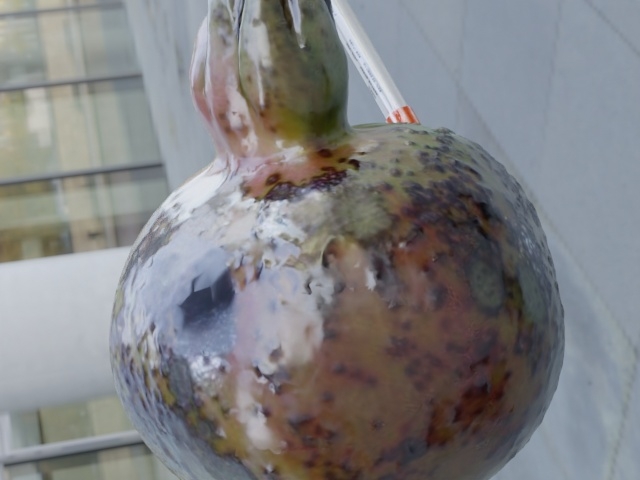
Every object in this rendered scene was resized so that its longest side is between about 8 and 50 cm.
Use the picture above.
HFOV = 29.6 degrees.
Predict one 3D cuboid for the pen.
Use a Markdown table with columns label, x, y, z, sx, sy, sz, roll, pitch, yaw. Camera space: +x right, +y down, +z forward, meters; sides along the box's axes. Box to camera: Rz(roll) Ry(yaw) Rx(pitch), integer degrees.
| label | x | y | z | sx | sy | sz | roll | pitch | yaw |
| --- | --- | --- | --- | --- | --- | --- | --- | --- | --- |
| pen | 0.048 | -0.163 | 1.142 | 0.239 | 0.028 | 0.028 | 62 | 163 | 19 |

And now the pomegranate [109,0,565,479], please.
| label | x | y | z | sx | sy | sz | roll | pitch | yaw |
| --- | --- | --- | --- | --- | --- | --- | --- | --- | --- |
| pomegranate | 0.000 | 0.000 | 0.721 | 0.285 | 0.284 | 0.341 | -133 | 25 | -72 |
